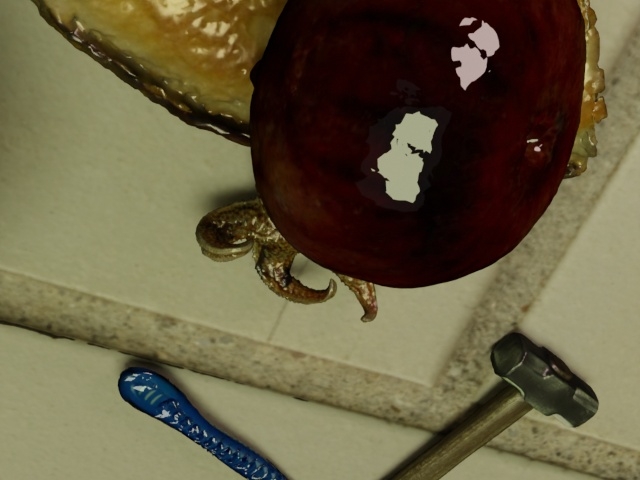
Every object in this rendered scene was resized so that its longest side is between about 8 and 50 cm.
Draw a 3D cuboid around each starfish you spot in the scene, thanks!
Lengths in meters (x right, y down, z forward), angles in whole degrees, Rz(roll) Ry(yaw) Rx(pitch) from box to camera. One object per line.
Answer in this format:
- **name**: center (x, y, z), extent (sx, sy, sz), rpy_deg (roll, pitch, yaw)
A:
- **starfish**: center (0.001, 0.001, 0.878), extent (0.146, 0.074, 0.190), rpy_deg (-30, 137, 27)

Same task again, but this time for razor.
- **razor**: center (-0.072, 0.218, 1.041), extent (0.093, 0.056, 0.324), rpy_deg (-40, 112, 11)

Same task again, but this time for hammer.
- **hammer**: center (0.102, 0.230, 1.077), extent (0.111, 0.043, 0.365), rpy_deg (35, 116, -27)

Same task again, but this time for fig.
- **fig**: center (0.052, -0.086, 0.665), extent (0.214, 0.235, 0.235), rpy_deg (40, 117, 13)

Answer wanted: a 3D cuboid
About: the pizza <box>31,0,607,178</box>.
- **pizza**: center (-0.005, -0.188, 0.760), extent (0.392, 0.080, 0.434), rpy_deg (-14, 123, 3)
